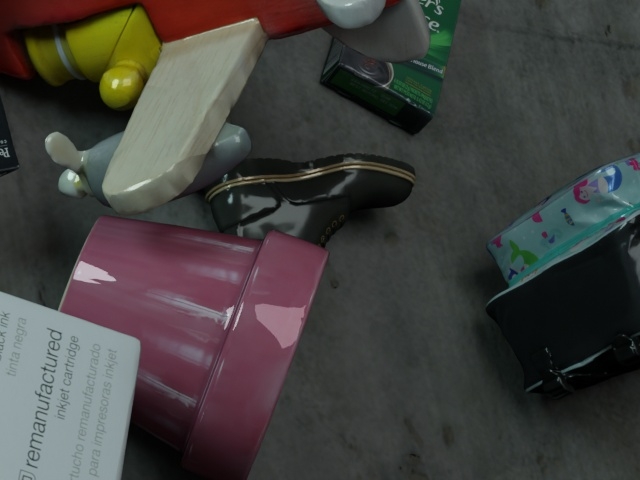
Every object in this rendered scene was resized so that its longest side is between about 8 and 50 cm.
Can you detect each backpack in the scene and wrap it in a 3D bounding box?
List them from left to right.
[{"bbox_3d":[0.294,0.024,1.768,0.253,0.225,0.191,-9,71,-41],"label":"backpack"}]

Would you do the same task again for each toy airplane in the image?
[{"bbox_3d":[-0.095,-0.175,1.613,0.386,0.272,0.384,-24,43,-27],"label":"toy airplane"}]

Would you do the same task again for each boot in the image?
[{"bbox_3d":[0.000,0.000,1.702,0.198,0.077,0.137,-5,68,-21],"label":"boot"}]

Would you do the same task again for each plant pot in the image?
[{"bbox_3d":[-0.109,0.070,1.508,0.180,0.201,0.201,21,50,-1],"label":"plant pot"}]

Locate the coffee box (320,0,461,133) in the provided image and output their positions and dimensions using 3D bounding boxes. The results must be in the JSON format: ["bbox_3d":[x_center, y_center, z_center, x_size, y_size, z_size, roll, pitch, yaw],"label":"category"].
[{"bbox_3d":[0.073,-0.203,1.891,0.113,0.040,0.184,29,50,-14],"label":"coffee box"}]

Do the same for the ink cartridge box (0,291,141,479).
[{"bbox_3d":[-0.346,0.155,1.303,0.395,0.166,0.285,20,51,-20],"label":"ink cartridge box"}]

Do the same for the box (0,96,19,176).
[{"bbox_3d":[-0.377,-0.112,1.452,0.261,0.103,0.184,-13,86,-45],"label":"box"}]
